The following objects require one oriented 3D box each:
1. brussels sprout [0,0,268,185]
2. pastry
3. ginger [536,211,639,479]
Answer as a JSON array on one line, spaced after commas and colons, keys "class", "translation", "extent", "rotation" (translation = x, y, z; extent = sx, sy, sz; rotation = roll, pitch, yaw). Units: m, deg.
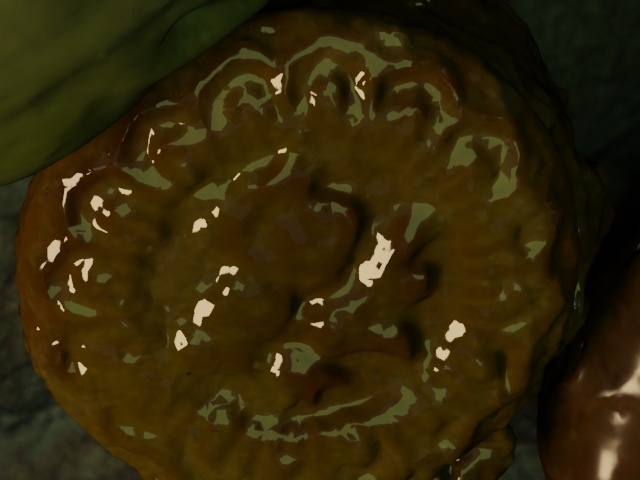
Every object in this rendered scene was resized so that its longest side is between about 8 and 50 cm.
[{"class": "brussels sprout", "translation": [-0.146, -0.165, 0.554], "extent": [0.344, 0.268, 0.344], "rotation": [1, 103, 3]}, {"class": "pastry", "translation": [0.000, 0.000, 0.711], "extent": [0.240, 0.132, 0.235], "rotation": [-19, 117, 3]}, {"class": "ginger", "translation": [0.178, 0.016, 0.741], "extent": [0.107, 0.133, 0.309], "rotation": [32, 100, 11]}]
